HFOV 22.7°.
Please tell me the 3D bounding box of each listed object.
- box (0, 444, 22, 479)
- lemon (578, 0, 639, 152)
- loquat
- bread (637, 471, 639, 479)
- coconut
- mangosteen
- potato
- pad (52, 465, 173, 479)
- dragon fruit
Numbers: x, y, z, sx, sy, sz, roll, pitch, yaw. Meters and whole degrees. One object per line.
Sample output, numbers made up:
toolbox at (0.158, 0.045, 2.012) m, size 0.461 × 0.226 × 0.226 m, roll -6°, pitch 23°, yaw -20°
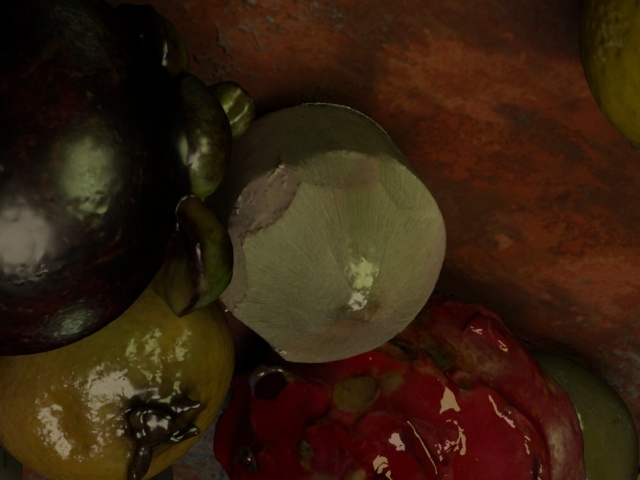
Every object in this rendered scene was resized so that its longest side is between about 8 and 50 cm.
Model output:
box at (-0.431, 0.261, 1.538) m, size 0.299 × 0.200 × 0.106 m, roll -33°, pitch 125°, yaw 14°
lemon at (0.348, -0.191, 1.315) m, size 0.284 × 0.260 × 0.260 m, roll -34°, pitch 126°, yaw 17°
loquat at (-0.190, 0.117, 1.451) m, size 0.243 × 0.244 × 0.244 m, roll -5°, pitch 128°, yaw -7°
bread at (0.443, 0.293, 1.782) m, size 0.169 × 0.140 × 0.160 m, roll 23°, pitch 126°, yaw -25°
coconut at (0.000, 0.000, 1.400) m, size 0.224 × 0.234 × 0.224 m, roll -4°, pitch 129°, yaw -5°
mangosteen at (-0.232, -0.058, 1.261) m, size 0.330 × 0.330 × 0.330 m, roll -5°, pitch 128°, yaw -7°
potato at (0.234, 0.215, 1.667) m, size 0.235 × 0.160 × 0.178 m, roll 40°, pitch 72°, yaw -19°
pad at (-0.220, 0.250, 1.697) m, size 0.127 × 0.004 × 0.190 m, roll -7°, pitch 128°, yaw -5°
dragon fruit at (0.058, 0.248, 1.526) m, size 0.371 × 0.249 × 0.386 m, roll 31°, pitch 114°, yaw 9°
